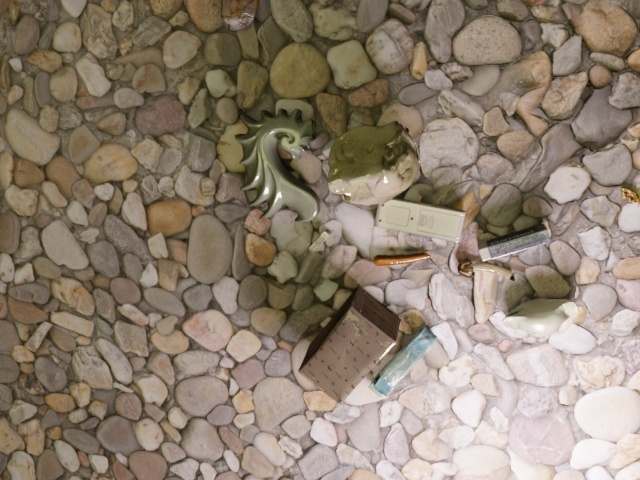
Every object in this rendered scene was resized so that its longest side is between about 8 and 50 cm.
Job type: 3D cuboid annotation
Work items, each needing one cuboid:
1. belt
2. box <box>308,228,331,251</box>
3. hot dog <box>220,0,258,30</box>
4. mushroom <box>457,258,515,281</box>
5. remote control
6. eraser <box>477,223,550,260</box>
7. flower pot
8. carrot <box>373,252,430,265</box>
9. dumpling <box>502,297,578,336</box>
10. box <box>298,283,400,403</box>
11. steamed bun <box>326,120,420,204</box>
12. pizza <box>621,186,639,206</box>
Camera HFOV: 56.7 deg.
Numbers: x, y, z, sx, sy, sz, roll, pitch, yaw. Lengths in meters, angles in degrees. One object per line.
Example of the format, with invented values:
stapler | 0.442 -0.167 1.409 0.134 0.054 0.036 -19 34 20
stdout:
belt | 0.276 0.413 2.008 0.072 0.087 0.302 38 106 -1
box | 0.000 0.000 1.998 0.024 0.054 0.083 44 106 3
hot dog | -0.257 -0.799 1.885 0.131 0.069 0.252 8 100 20
mushroom | 0.535 0.100 1.907 0.187 0.061 0.060 8 98 6
remote control | 0.319 -0.071 1.917 0.277 0.055 0.103 12 103 11
eraser | 0.603 0.007 1.855 0.212 0.092 0.046 -18 98 16
flower pot | -0.136 -0.238 1.924 0.254 0.164 0.367 -2 100 7
carrot | 0.270 0.061 1.967 0.190 0.037 0.037 -5 100 9
dumpling | 0.698 0.253 1.882 0.229 0.124 0.151 -9 136 19
box | 0.100 0.339 1.959 0.190 0.225 0.297 37 107 1
steamed bun | 0.169 -0.218 1.841 0.280 0.268 0.207 -10 135 27
pizza | 0.940 -0.132 1.793 0.083 0.016 0.037 42 113 -1
